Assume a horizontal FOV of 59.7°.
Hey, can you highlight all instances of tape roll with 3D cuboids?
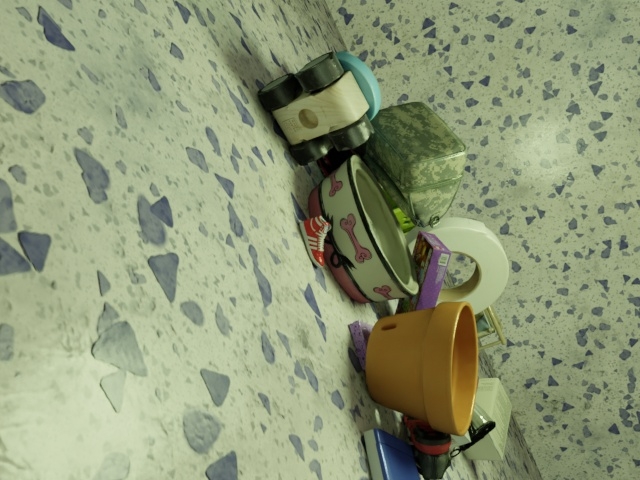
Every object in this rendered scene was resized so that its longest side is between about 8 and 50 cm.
[{"bbox_3d":[0.428,0.102,1.863,0.392,0.392,0.072,57,20,-27],"label":"tape roll"}]

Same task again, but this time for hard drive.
[{"bbox_3d":[0.172,0.555,1.104,0.210,0.040,0.318,45,27,-49],"label":"hard drive"}]

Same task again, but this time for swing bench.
[{"bbox_3d":[0.553,0.307,2.183,0.254,0.253,0.165,63,18,-7],"label":"swing bench"}]

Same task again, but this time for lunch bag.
[{"bbox_3d":[0.265,-0.214,1.619,0.256,0.212,0.305,86,-21,-46],"label":"lunch bag"}]

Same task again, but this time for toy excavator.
[{"bbox_3d":[0.014,-0.412,1.550,0.445,0.433,0.222,-51,119,-39],"label":"toy excavator"}]

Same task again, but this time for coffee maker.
[{"bbox_3d":[0.404,0.526,1.675,0.178,0.171,0.120,53,-16,37],"label":"coffee maker"}]

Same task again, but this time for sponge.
[{"bbox_3d":[0.136,0.270,1.388,0.210,0.031,0.117,32,37,-61],"label":"sponge"}]

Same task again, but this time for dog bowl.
[{"bbox_3d":[0.112,-0.014,1.496,0.408,0.150,0.408,54,20,-31],"label":"dog bowl"}]

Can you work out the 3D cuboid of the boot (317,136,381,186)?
[{"bbox_3d":[0.074,-0.292,1.788,0.284,0.138,0.377,-4,76,-72],"label":"boot"}]

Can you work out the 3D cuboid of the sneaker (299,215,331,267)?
[{"bbox_3d":[0.000,0.000,1.285,0.118,0.067,0.042,69,18,9],"label":"sneaker"}]

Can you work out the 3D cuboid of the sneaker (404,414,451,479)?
[{"bbox_3d":[0.258,0.491,1.353,0.276,0.098,0.135,-15,103,-86],"label":"sneaker"}]

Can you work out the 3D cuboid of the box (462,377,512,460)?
[{"bbox_3d":[0.549,0.601,1.883,0.148,0.127,0.232,61,38,-21],"label":"box"}]

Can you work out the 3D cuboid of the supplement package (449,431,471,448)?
[{"bbox_3d":[0.340,0.483,1.577,0.105,0.105,0.179,49,24,-40],"label":"supplement package"}]

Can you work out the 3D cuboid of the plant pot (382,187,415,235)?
[{"bbox_3d":[0.311,-0.144,2.137,0.207,0.228,0.227,54,19,-50],"label":"plant pot"}]

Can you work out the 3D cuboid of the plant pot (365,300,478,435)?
[{"bbox_3d":[0.231,0.281,1.268,0.291,0.203,0.291,4,86,-63],"label":"plant pot"}]

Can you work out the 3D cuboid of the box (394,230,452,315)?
[{"bbox_3d":[0.291,0.137,1.623,0.201,0.057,0.293,-96,-160,-76],"label":"box"}]
